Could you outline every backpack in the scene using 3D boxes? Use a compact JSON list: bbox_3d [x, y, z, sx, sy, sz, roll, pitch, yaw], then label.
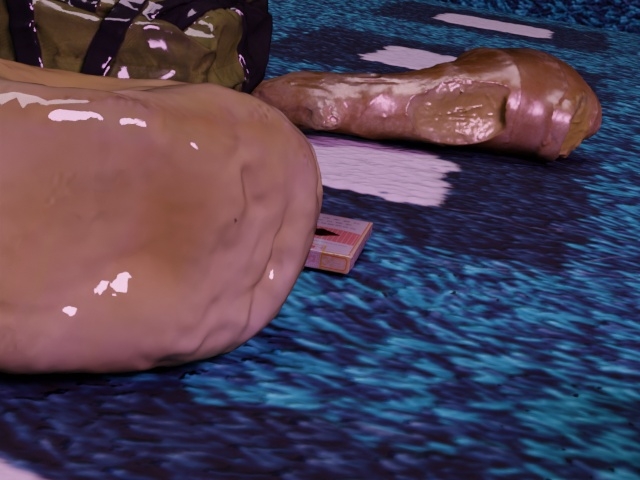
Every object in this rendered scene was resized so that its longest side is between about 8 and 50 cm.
[{"bbox_3d":[-0.144,-0.147,0.922,0.207,0.140,0.253,8,16,4],"label":"backpack"}]

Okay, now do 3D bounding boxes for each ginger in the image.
[{"bbox_3d":[0.089,-0.115,1.057,0.294,0.086,0.131,1,38,-10],"label":"ginger"}]

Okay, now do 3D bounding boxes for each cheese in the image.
[{"bbox_3d":[-0.121,-0.022,0.551,0.226,0.117,0.214,3,12,-40],"label":"cheese"}]

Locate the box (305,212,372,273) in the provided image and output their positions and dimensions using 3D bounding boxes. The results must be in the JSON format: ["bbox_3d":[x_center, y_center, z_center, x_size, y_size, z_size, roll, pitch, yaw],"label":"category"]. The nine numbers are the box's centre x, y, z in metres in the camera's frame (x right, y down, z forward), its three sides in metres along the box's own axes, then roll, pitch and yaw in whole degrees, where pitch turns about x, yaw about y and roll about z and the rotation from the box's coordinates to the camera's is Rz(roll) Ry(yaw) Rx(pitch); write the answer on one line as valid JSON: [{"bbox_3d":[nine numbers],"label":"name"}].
[{"bbox_3d":[0.000,0.000,0.708,0.046,0.012,0.083,11,15,7],"label":"box"}]
